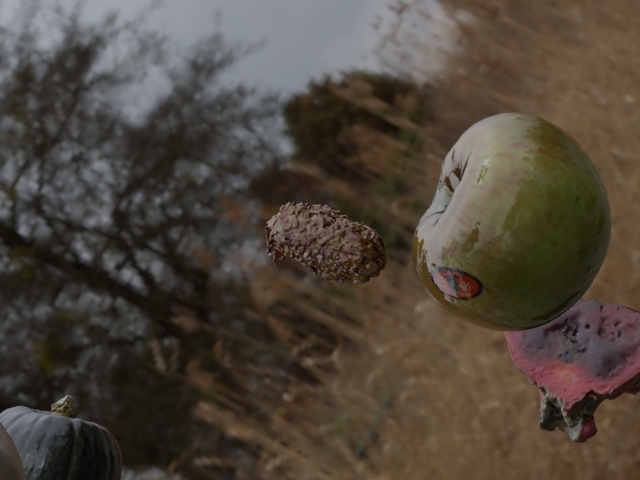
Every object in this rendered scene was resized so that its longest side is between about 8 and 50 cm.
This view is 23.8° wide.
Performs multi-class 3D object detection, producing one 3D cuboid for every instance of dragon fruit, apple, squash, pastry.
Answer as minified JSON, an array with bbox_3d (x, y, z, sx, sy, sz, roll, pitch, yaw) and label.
[{"bbox_3d":[0.369,0.187,2.151,0.211,0.262,0.134,-63,-32,-29],"label":"dragon fruit"},{"bbox_3d":[0.216,-0.018,1.712,0.261,0.194,0.261,-61,13,24],"label":"apple"},{"bbox_3d":[-0.346,0.281,1.926,0.193,0.193,0.156,-45,-27,-73],"label":"squash"},{"bbox_3d":[0.001,-0.002,1.881,0.087,0.169,0.063,-70,-23,-12],"label":"pastry"}]

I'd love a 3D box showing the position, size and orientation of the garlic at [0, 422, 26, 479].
[{"bbox_3d":[-0.401,0.255,1.304,0.340,0.231,0.246,-45,-31,0],"label":"garlic"}]
